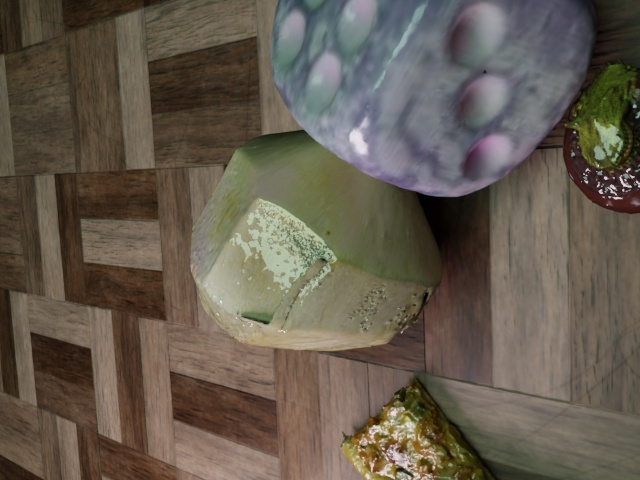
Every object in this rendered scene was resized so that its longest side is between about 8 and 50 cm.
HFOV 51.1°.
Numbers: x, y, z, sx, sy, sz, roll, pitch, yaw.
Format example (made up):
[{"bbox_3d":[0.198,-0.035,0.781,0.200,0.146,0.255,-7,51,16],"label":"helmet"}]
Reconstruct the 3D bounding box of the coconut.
[{"bbox_3d":[0.000,0.000,0.933,0.352,0.352,0.353,7,101,41],"label":"coconut"}]

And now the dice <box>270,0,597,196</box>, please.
[{"bbox_3d":[0.121,-0.232,0.774,0.270,0.271,0.270,-58,42,29],"label":"dice"}]

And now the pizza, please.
[{"bbox_3d":[0.139,0.315,1.021,0.292,0.058,0.197,8,101,41],"label":"pizza"}]

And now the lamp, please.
[{"bbox_3d":[0.337,-0.107,0.730,0.157,0.135,0.156,31,117,32],"label":"lamp"}]
